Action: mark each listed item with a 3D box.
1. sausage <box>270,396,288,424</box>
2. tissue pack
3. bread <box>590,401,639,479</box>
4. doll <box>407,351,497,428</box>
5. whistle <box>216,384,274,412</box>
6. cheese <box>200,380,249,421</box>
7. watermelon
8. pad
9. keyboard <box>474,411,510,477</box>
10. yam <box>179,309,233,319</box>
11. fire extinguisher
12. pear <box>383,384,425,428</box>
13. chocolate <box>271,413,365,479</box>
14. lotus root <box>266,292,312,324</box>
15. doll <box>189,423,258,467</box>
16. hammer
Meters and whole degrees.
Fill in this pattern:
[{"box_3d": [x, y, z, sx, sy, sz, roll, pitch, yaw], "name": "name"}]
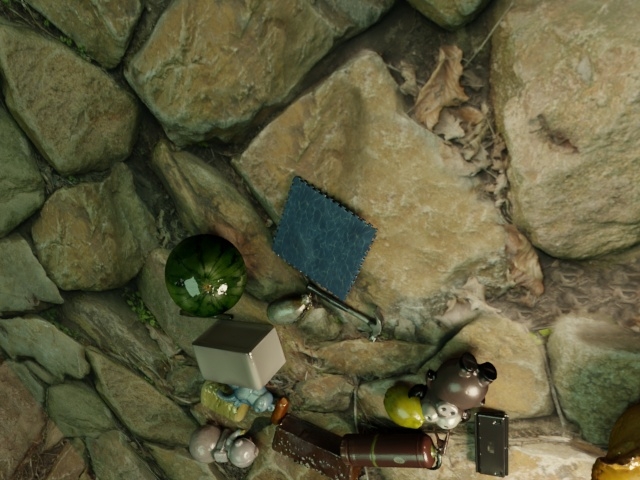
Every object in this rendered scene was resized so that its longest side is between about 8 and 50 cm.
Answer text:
[{"box_3d": [-0.140, 0.586, 1.836, 0.039, 0.041, 0.131, 45, 134, 30], "name": "sausage"}, {"box_3d": [-0.262, 0.356, 1.699, 0.246, 0.159, 0.136, 1, 116, 32], "name": "tissue pack"}, {"box_3d": [0.780, 0.501, 1.101, 0.397, 0.215, 0.399, 16, 126, 24], "name": "bread"}, {"box_3d": [0.343, 0.389, 1.367, 0.181, 0.117, 0.257, 28, 126, -2], "name": "doll"}, {"box_3d": [-0.264, 0.494, 1.825, 0.269, 0.093, 0.180, 34, 105, 10], "name": "whistle"}, {"box_3d": [-0.345, 0.574, 1.922, 0.167, 0.094, 0.123, 20, 128, 21], "name": "cheese"}, {"box_3d": [-0.329, 0.099, 1.534, 0.242, 0.242, 0.243, 15, 124, 24], "name": "watermelon"}, {"box_3d": [0.000, 0.000, 1.402, 0.269, 0.012, 0.270, 33, 129, 17], "name": "pad"}, {"box_3d": [0.466, 0.553, 1.443, 0.093, 0.025, 0.230, 0, 118, 18], "name": "keyboard"}, {"box_3d": [-0.389, 0.249, 1.802, 0.234, 0.029, 0.027, 0, 144, 30], "name": "yam"}, {"box_3d": [0.226, 0.610, 1.586, 0.341, 0.105, 0.142, -13, 82, 29], "name": "fire extinguisher"}, {"box_3d": [0.236, 0.465, 1.492, 0.131, 0.107, 0.107, 31, 131, 31], "name": "pear"}, {"box_3d": [-0.003, 0.697, 1.784, 0.321, 0.112, 0.112, 17, 115, 24], "name": "chocolate"}, {"box_3d": [-0.090, 0.201, 1.552, 0.165, 0.088, 0.088, -20, 105, 28], "name": "lotus root"}, {"box_3d": [-0.368, 0.797, 2.044, 0.287, 0.151, 0.151, 2, 118, 27], "name": "doll"}, {"box_3d": [0.065, 0.181, 1.475, 0.246, 0.029, 0.103, 30, 129, 15], "name": "hammer"}]
